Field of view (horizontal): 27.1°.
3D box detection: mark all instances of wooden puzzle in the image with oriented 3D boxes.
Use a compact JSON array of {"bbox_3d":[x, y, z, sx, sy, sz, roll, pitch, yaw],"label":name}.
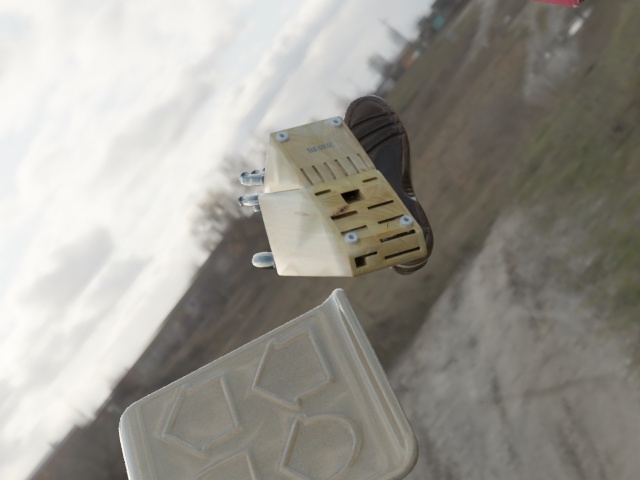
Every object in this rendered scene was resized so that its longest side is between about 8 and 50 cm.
[{"bbox_3d":[-0.066,0.248,1.585,0.348,0.080,0.322,-31,36,4],"label":"wooden puzzle"}]

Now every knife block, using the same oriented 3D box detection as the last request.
[{"bbox_3d":[0.000,0.000,1.452,0.088,0.275,0.242,-17,-40,-21],"label":"knife block"}]

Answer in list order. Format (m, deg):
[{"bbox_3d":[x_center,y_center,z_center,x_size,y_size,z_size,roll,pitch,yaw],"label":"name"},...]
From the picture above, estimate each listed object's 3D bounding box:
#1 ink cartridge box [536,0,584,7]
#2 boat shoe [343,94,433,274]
[{"bbox_3d":[0.000,-0.234,0.629,0.117,0.283,0.207,-58,-39,-18],"label":"ink cartridge box"},{"bbox_3d":[0.084,-0.070,1.805,0.095,0.257,0.095,-10,-23,-4],"label":"boat shoe"}]
